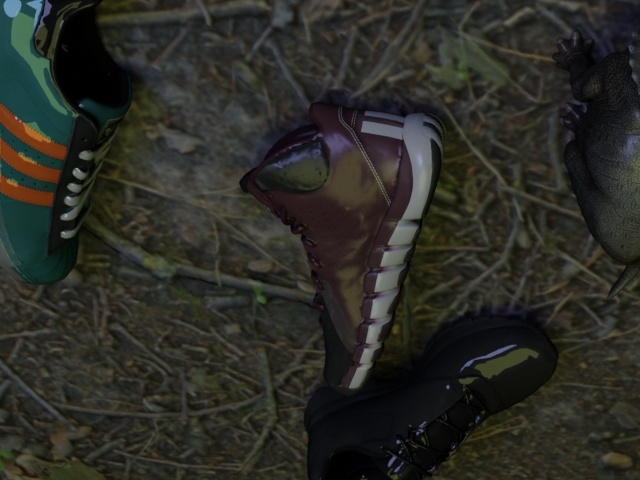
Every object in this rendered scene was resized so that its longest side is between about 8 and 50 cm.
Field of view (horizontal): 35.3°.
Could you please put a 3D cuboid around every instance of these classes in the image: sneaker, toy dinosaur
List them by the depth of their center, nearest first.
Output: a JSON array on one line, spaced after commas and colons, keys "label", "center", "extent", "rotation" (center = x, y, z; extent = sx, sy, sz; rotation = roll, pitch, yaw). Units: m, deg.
[{"label": "toy dinosaur", "center": [0.233, -0.066, 0.771], "extent": [0.121, 0.160, 0.313], "rotation": [11, 126, -1]}, {"label": "sneaker", "center": [-0.219, -0.084, 0.841], "extent": [0.121, 0.108, 0.302], "rotation": [7, 125, 7]}, {"label": "sneaker", "center": [0.000, 0.000, 0.894], "extent": [0.162, 0.106, 0.281], "rotation": [16, 116, 1]}, {"label": "sneaker", "center": [0.106, 0.176, 0.983], "extent": [0.286, 0.130, 0.109], "rotation": [-32, 115, 25]}]
